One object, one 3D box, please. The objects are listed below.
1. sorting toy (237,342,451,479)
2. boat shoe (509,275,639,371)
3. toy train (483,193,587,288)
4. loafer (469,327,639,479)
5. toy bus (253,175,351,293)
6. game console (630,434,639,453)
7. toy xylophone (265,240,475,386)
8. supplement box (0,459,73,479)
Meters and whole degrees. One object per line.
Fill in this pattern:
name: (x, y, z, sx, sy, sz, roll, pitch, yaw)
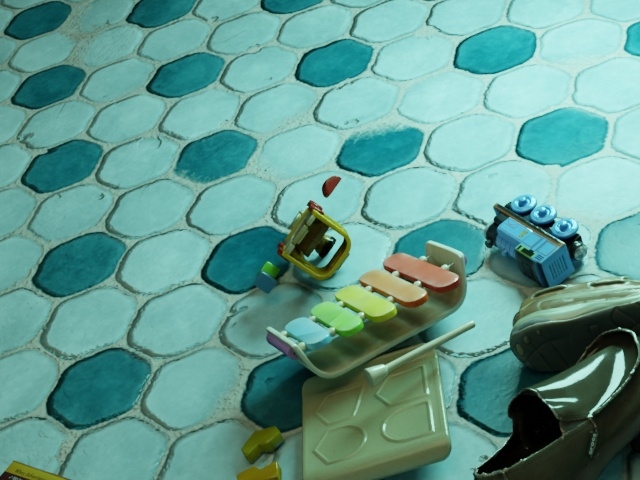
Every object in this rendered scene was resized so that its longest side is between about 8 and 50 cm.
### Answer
sorting toy: (0.032, 0.270, 1.935, 0.307, 0.041, 0.229, -18, 33, 10)
boat shoe: (0.428, 0.097, 1.926, 0.324, 0.123, 0.116, -6, 36, 12)
toy train: (0.332, -0.003, 2.128, 0.105, 0.080, 0.184, -36, 40, -15)
loafer: (0.321, 0.228, 1.755, 0.134, 0.130, 0.366, -15, 27, 50)
toy bus: (-0.003, 0.006, 2.227, 0.104, 0.191, 0.202, 36, 50, -4)
game console: (0.575, 0.260, 1.717, 0.361, 0.044, 0.213, 15, 47, 34)
toy xylophone: (0.093, 0.113, 2.026, 0.323, 0.081, 0.236, -30, 21, -24)
supplement box: (-0.382, 0.425, 1.819, 0.191, 0.129, 0.194, 10, 45, 33)
